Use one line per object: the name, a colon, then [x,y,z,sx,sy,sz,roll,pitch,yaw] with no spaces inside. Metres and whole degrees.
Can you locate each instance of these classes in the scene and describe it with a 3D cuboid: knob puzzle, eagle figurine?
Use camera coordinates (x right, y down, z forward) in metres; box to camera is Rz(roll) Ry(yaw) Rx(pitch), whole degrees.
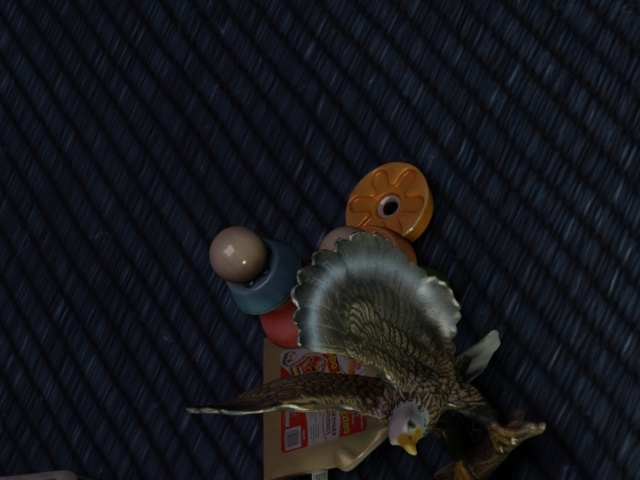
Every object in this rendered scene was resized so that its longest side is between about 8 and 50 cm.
knob puzzle: [0.029,0.156,2.018,0.213,0.030,0.213,-18,55,27]
eagle figurine: [0.057,0.135,1.815,0.226,0.298,0.225,-61,10,-13]

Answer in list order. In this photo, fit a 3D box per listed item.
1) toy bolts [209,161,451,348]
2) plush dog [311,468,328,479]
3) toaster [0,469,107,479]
toy bolts: [0.000,0.000,2.001,0.228,0.158,0.218,-15,56,28]
plush dog: [-0.089,0.338,1.937,0.225,0.262,0.210,-5,36,23]
toaster: [-0.293,0.348,2.124,0.186,0.110,0.168,-9,68,32]
